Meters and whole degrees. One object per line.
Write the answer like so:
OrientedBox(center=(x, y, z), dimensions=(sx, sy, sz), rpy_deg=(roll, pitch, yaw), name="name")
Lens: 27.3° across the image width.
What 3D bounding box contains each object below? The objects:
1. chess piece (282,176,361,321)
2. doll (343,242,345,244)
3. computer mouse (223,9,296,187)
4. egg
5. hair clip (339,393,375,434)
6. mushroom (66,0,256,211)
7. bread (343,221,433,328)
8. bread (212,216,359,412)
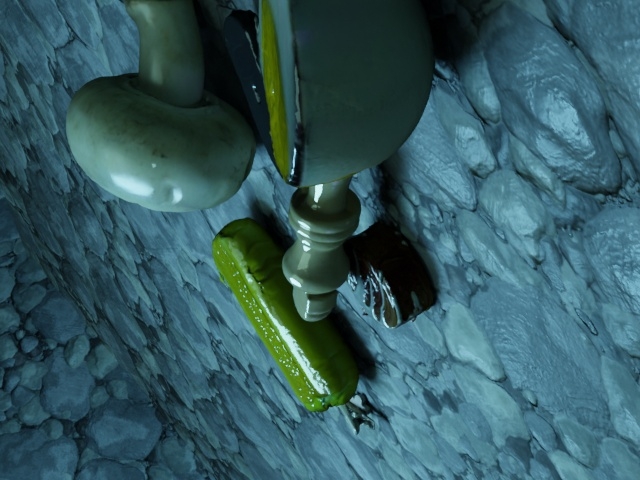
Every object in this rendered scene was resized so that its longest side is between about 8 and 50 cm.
OrientedBox(center=(0.004, -0.036, 1.849), dimensions=(0.117, 0.117, 0.397), rpy_deg=(44, 142, 32), name="chess piece")
OrientedBox(center=(-0.007, 0.008, 2.120), dimensions=(0.113, 0.077, 0.078), rpy_deg=(44, 165, 33), name="doll")
OrientedBox(center=(-0.053, -0.212, 1.891), dimensions=(0.269, 0.086, 0.137), rpy_deg=(68, 164, -7), name="computer mouse")
OrientedBox(center=(0.031, -0.221, 1.525), dimensions=(0.337, 0.201, 0.337), rpy_deg=(171, 90, -80), name="egg")
OrientedBox(center=(0.045, 0.300, 2.469), dimensions=(0.214, 0.056, 0.062), rpy_deg=(-139, 37, -57), name="hair clip")
OrientedBox(center=(-0.280, -0.194, 2.142), dimensions=(0.356, 0.315, 0.315), rpy_deg=(53, 161, -12), name="mushroom")
OrientedBox(center=(0.096, 0.057, 1.963), dimensions=(0.160, 0.073, 0.160), rpy_deg=(46, 156, 27), name="bread")
OrientedBox(center=(-0.058, 0.129, 2.356), dimensions=(0.383, 0.112, 0.166), rpy_deg=(57, 157, 5), name="bread")
